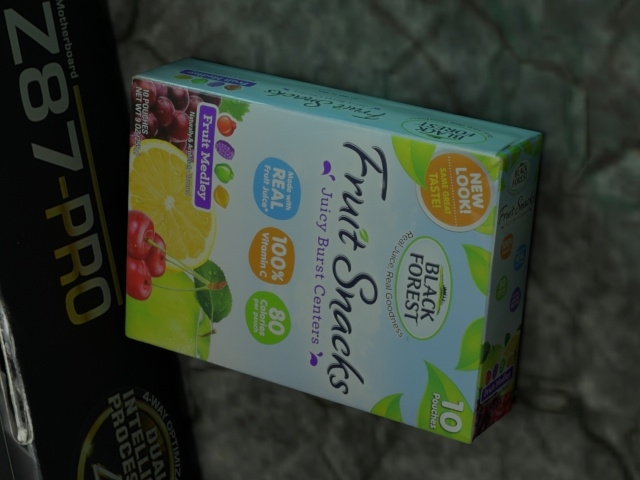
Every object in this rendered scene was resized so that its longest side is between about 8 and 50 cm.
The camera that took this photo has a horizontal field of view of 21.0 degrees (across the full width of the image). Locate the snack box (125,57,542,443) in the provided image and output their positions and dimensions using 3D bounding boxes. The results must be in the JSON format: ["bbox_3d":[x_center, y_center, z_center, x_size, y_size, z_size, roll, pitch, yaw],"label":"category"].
[{"bbox_3d":[0.000,0.000,0.585,0.141,0.037,0.100,15,114,27],"label":"snack box"}]

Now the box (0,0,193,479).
[{"bbox_3d":[-0.255,-0.013,0.706,0.395,0.097,0.318,-3,105,33],"label":"box"}]
